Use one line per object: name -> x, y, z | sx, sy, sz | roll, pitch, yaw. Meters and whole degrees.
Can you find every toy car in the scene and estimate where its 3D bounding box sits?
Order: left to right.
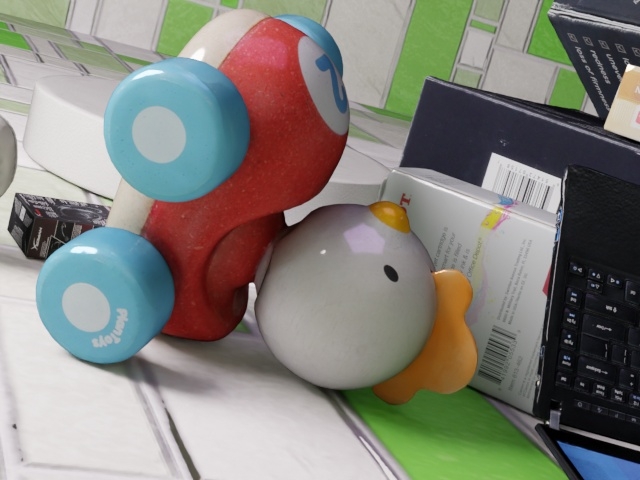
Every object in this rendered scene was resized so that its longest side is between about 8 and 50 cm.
toy car -> 0.000, 0.000, 0.667 | 0.238, 0.210, 0.219 | 30, 24, 5

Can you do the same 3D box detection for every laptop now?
laptop -> 0.256, 0.087, 0.630 | 0.234, 0.264, 0.136 | 18, -21, -15

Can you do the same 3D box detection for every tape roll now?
tape roll -> -0.115, -0.089, 1.167 | 0.392, 0.072, 0.392 | 15, 12, -3

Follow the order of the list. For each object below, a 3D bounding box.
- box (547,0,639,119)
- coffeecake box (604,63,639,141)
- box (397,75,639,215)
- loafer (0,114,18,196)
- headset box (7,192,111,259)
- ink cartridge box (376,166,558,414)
box -> 0.609, -0.153, 1.368 | 0.480, 0.297, 0.472 | 54, -9, -33
coffeecake box -> 0.377, -0.116, 1.090 | 0.142, 0.068, 0.185 | 24, 15, 24
box -> 0.306, -0.033, 1.205 | 0.312, 0.179, 0.343 | 2, 19, -45
loafer -> -0.355, -0.065, 0.688 | 0.319, 0.112, 0.111 | 7, 18, -7
headset box -> -0.178, -0.007, 0.809 | 0.083, 0.032, 0.062 | 9, 14, -32
ink cartridge box -> 0.120, 0.033, 0.789 | 0.175, 0.127, 0.072 | 23, 15, 28
